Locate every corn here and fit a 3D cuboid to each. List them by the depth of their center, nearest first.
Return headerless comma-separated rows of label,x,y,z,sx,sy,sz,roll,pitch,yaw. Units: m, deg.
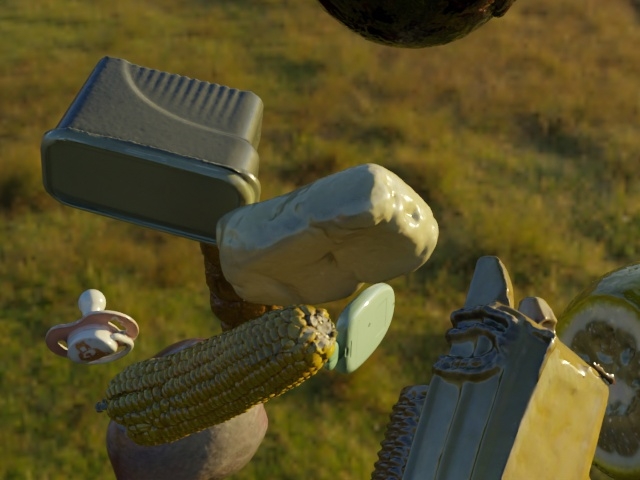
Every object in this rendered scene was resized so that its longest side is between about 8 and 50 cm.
corn,-0.110,0.151,1.619,0.313,0.102,0.102,-22,9,34

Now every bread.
bread,-0.145,0.035,2.521,0.124,0.344,0.084,-15,34,-6

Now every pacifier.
pacifier,-0.233,0.087,1.515,0.099,0.081,0.078,-22,54,18

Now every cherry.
cherry,-0.167,0.230,1.940,0.266,0.213,0.183,-40,57,-21

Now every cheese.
cheese,0.000,-0.002,1.704,0.263,0.159,0.093,-21,51,30

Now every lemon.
lemon,0.376,0.134,1.527,0.219,0.240,0.240,-9,23,-32

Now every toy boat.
toy boat,0.070,0.160,0.790,0.115,0.310,0.089,2,-22,47

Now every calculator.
calculator,0.047,0.106,1.744,0.021,0.095,0.153,18,34,24

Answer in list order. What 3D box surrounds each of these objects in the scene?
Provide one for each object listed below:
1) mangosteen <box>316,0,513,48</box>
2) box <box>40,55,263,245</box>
mangosteen,0.093,-0.337,1.419,0.293,0.297,0.297,38,15,-17
box,-0.192,-0.118,1.833,0.274,0.138,0.178,15,48,3
